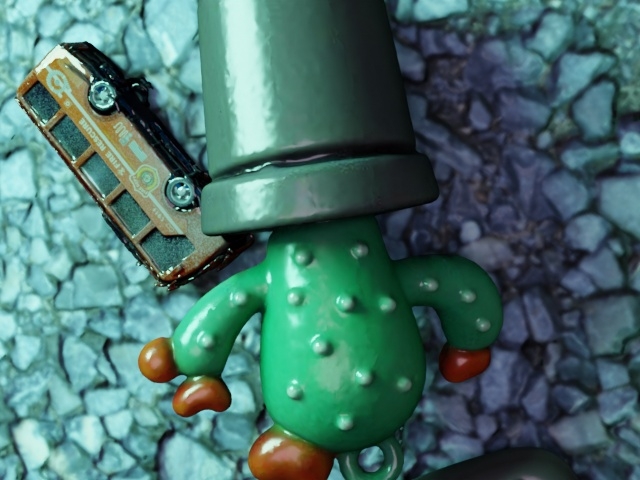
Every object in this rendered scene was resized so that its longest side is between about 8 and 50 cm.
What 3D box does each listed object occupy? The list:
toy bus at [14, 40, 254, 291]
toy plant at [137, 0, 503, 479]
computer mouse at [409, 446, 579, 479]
[{"bbox_3d":[-0.159,-0.065,1.002,0.096,0.073,0.235,-38,87,22],"label":"toy bus"},{"bbox_3d":[0.011,-0.001,0.910,0.185,0.279,0.400,-11,86,51],"label":"toy plant"},{"bbox_3d":[0.114,0.253,0.981,0.232,0.057,0.120,-23,93,8],"label":"computer mouse"}]
